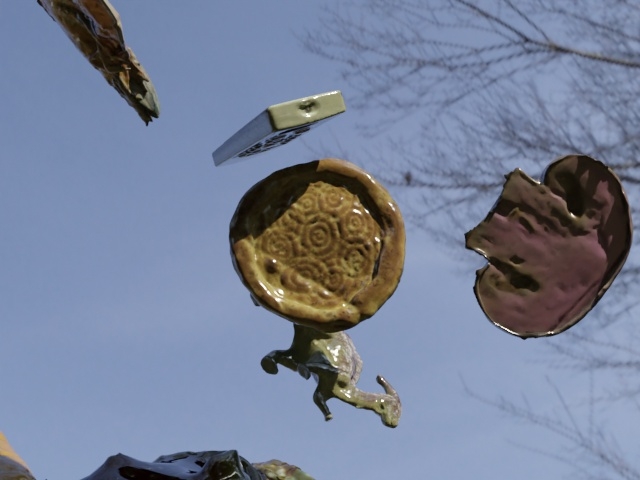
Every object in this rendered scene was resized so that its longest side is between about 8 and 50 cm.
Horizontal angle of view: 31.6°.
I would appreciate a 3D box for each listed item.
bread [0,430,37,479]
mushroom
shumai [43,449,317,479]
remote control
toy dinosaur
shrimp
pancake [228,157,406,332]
[{"bbox_3d":[-0.227,0.244,0.715,0.245,0.361,0.233,18,-93,-58],"label":"bread"},{"bbox_3d":[0.226,0.009,1.123,0.188,0.141,0.117,-56,-14,-1],"label":"mushroom"},{"bbox_3d":[-0.157,0.288,0.925,0.288,0.330,0.292,11,-83,-24],"label":"shumai"},{"bbox_3d":[-0.067,-0.156,1.657,0.123,0.038,0.285,-17,-2,-25],"label":"remote control"},{"bbox_3d":[-0.001,0.169,1.641,0.162,0.294,0.077,-3,-38,-51],"label":"toy dinosaur"},{"bbox_3d":[-0.290,-0.277,1.472,0.062,0.164,0.317,-44,-58,-16],"label":"shrimp"},{"bbox_3d":[0.000,0.000,1.557,0.250,0.250,0.031,-17,-17,-3],"label":"pancake"}]
